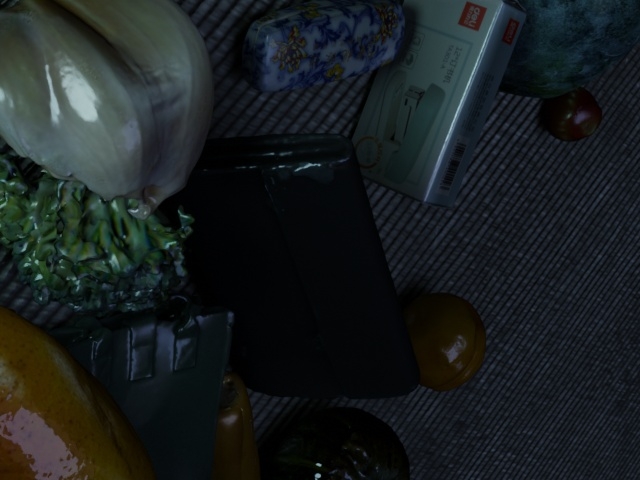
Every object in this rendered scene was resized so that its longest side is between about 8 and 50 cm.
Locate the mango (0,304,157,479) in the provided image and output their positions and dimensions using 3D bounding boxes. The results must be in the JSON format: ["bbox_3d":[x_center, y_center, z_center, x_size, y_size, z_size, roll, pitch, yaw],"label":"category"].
[{"bbox_3d":[-0.283,0.190,1.455,0.350,0.201,0.199,48,35,-31],"label":"mango"}]

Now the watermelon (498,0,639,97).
[{"bbox_3d":[0.311,-0.337,1.944,0.214,0.289,0.320,-73,147,-49],"label":"watermelon"}]

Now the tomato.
[{"bbox_3d":[0.369,-0.184,2.222,0.087,0.075,0.087,-29,134,-36],"label":"tomato"}]

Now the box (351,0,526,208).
[{"bbox_3d":[0.136,-0.185,1.851,0.079,0.135,0.269,9,105,-59],"label":"box"}]

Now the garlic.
[{"bbox_3d":[-0.188,-0.140,1.367,0.228,0.110,0.217,51,56,-8],"label":"garlic"}]

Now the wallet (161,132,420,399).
[{"bbox_3d":[-0.032,0.040,1.692,0.406,0.228,0.062,70,27,-47],"label":"wallet"}]

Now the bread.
[{"bbox_3d":[-0.115,0.270,1.855,0.092,0.074,0.239,-32,134,-33],"label":"bread"}]

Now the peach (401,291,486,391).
[{"bbox_3d":[0.163,0.136,2.099,0.138,0.138,0.138,-32,135,-39],"label":"peach"}]

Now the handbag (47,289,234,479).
[{"bbox_3d":[-0.216,0.192,1.659,0.247,0.079,0.260,-12,118,-48],"label":"handbag"}]

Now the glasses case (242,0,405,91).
[{"bbox_3d":[0.008,-0.223,1.706,0.248,0.065,0.087,-20,125,-45],"label":"glasses case"}]

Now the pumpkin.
[{"bbox_3d":[0.028,0.332,1.998,0.238,0.159,0.238,-27,123,-54],"label":"pumpkin"}]

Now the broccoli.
[{"bbox_3d":[-0.227,-0.063,1.465,0.198,0.177,0.275,-3,85,-18],"label":"broccoli"}]
